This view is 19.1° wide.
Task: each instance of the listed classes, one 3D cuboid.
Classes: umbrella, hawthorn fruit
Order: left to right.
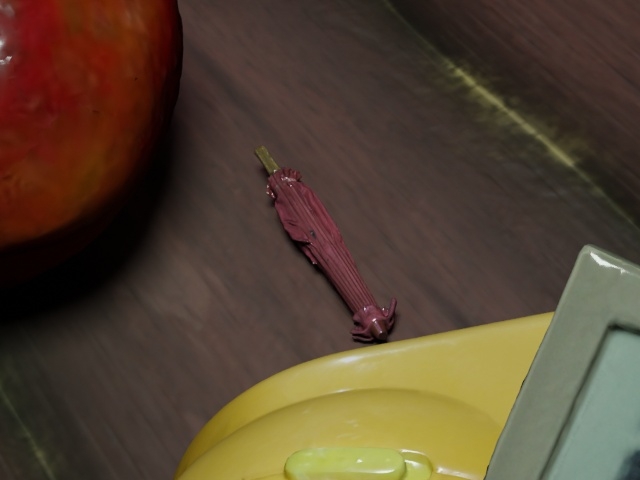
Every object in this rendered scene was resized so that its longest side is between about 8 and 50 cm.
[{"bbox_3d":[-0.199,-0.085,1.017,0.265,0.265,0.307,-12,49,0],"label":"hawthorn fruit"},{"bbox_3d":[0.000,0.000,1.042,0.027,0.025,0.165,-8,41,-24],"label":"umbrella"}]

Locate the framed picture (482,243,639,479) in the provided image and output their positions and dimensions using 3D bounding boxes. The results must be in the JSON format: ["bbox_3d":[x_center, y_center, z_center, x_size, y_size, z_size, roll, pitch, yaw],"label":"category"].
[{"bbox_3d":[0.125,0.201,0.573,0.247,0.335,0.022,24,8,8],"label":"framed picture"}]

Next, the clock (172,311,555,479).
[{"bbox_3d":[0.079,0.146,0.710,0.317,0.244,0.200,-5,39,13],"label":"clock"}]
